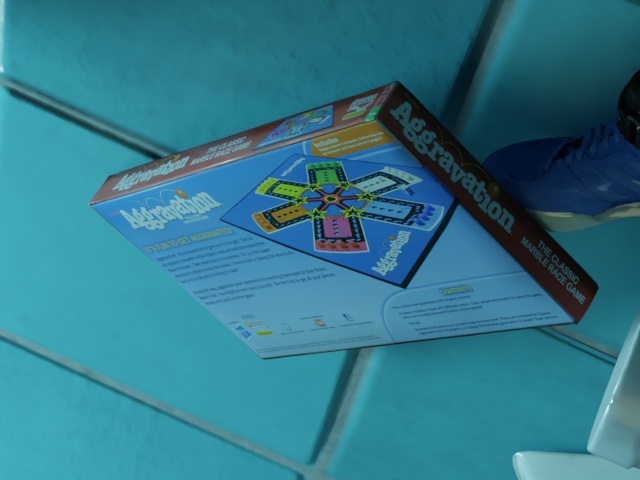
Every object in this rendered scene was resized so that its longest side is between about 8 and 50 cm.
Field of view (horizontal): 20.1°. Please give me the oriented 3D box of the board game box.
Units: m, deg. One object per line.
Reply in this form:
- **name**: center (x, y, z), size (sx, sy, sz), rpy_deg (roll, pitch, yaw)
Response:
- **board game box**: center (0.000, 0.000, 0.930), size (0.145, 0.027, 0.281), rpy_deg (43, 153, -22)

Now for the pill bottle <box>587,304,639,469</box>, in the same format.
- **pill bottle**: center (0.264, 0.105, 0.841), size (0.264, 0.146, 0.146), rpy_deg (22, 143, 7)

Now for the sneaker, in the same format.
- **sneaker**: center (0.136, -0.048, 0.810), size (0.152, 0.058, 0.084), rpy_deg (7, 136, 30)

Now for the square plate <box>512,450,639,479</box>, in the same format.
- **square plate**: center (0.313, 0.258, 1.079), size (0.347, 0.049, 0.344), rpy_deg (1, 137, 30)
